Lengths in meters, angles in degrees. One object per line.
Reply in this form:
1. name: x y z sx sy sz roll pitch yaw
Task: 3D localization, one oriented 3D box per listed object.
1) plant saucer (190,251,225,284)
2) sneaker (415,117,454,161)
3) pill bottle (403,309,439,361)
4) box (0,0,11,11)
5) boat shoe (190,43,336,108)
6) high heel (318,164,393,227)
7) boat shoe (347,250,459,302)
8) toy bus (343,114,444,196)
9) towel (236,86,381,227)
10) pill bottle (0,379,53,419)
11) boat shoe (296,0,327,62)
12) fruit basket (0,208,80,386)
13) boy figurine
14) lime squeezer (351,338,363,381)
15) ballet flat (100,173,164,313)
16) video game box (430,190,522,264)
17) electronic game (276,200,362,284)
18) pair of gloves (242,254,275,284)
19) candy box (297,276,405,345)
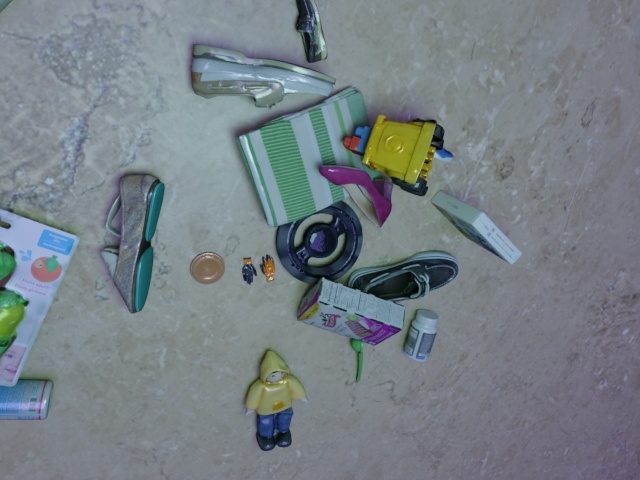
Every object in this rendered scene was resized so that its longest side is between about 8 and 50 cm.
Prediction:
1. plant saucer: -0.273 0.069 1.161 0.083 0.013 0.083 -7 112 -18
2. sneaker: 0.290 -0.259 1.216 0.152 0.058 0.084 18 111 -18
3. pill bottle: 0.299 0.279 1.408 0.078 0.078 0.137 7 107 -22
4. box: -0.507 -0.511 0.832 0.324 0.067 0.063 -44 117 1
5. boat shoe: -0.121 -0.335 1.018 0.302 0.113 0.103 7 108 -11
6. high heel: 0.082 -0.105 1.135 0.244 0.082 0.117 11 90 -47
7. boat shoe: 0.245 0.118 1.306 0.335 0.119 0.121 -12 113 -15
8. toy bus: 0.166 -0.203 1.110 0.211 0.220 0.149 18 93 15
9. towel: -0.014 -0.191 1.118 0.325 0.038 0.248 -27 118 -21
10. pill bottle: -0.697 0.357 1.074 0.160 0.087 0.087 9 106 -22
11. boat shoe: -0.027 -0.460 1.029 0.049 0.056 0.152 -28 116 -14
12. fruit basket: -0.707 0.097 0.934 0.327 0.165 0.353 25 96 -26
13. boy figurine: -0.117 0.432 1.311 0.177 0.092 0.285 -2 113 -16
14. lime squeezer: 0.078 0.286 1.345 0.110 0.059 0.310 -37 118 -4
15. ballet flat: -0.419 0.004 1.049 0.106 0.107 0.316 13 100 -3
16. video game box: 0.406 -0.037 1.258 0.187 0.205 0.048 41 94 -27
17. electronic game: 0.000 0.000 1.213 0.229 0.048 0.229 -4 102 -17
18. pair of gloves: -0.156 0.074 1.207 0.083 0.010 0.074 -8 112 -16
19. candy box: 0.076 0.187 1.224 0.233 0.159 0.071 21 58 -12
